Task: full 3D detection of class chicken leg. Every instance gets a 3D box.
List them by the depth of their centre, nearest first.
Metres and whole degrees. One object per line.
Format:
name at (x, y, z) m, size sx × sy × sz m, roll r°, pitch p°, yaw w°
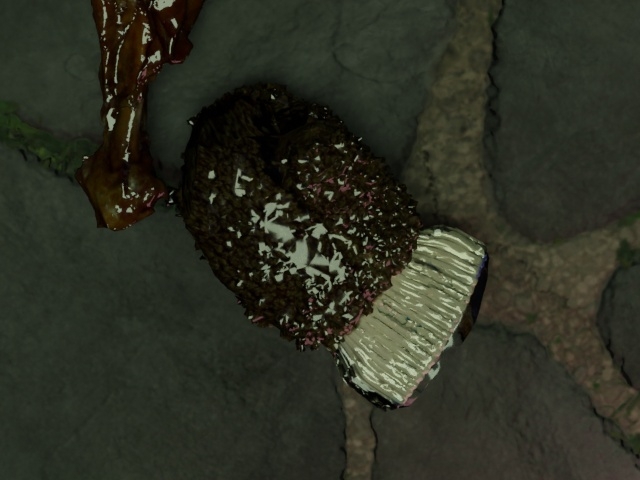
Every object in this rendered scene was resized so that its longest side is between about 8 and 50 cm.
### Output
chicken leg at (-0.160, -0.156, 1.136) m, size 0.113 × 0.093 × 0.304 m, roll 13°, pitch 103°, yaw 8°

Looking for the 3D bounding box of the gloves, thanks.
gloves at (0.003, -0.005, 1.165) m, size 0.312 × 0.135 × 0.210 m, roll 34°, pitch 113°, yaw -7°
